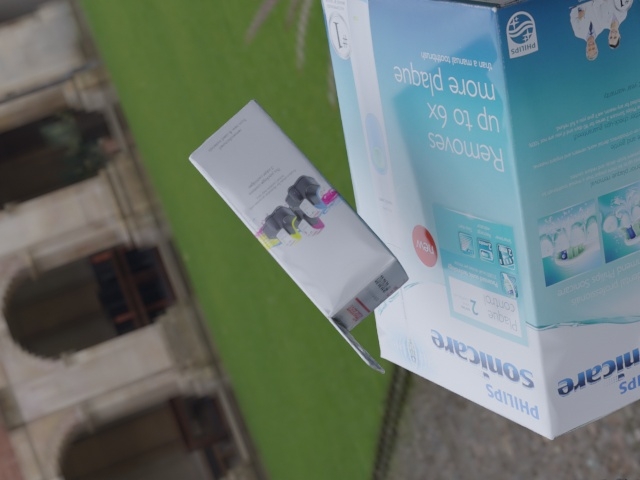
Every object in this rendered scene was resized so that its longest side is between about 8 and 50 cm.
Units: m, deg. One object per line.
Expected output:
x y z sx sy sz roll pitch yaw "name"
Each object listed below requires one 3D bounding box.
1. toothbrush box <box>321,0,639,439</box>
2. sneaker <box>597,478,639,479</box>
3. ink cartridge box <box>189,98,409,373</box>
0.124 -0.042 1.107 0.216 0.126 0.295 23 129 57 "toothbrush box"
0.313 0.294 1.436 0.132 0.228 0.086 -75 -16 -45 "sneaker"
0.000 0.000 1.067 0.181 0.061 0.104 49 -179 11 "ink cartridge box"
